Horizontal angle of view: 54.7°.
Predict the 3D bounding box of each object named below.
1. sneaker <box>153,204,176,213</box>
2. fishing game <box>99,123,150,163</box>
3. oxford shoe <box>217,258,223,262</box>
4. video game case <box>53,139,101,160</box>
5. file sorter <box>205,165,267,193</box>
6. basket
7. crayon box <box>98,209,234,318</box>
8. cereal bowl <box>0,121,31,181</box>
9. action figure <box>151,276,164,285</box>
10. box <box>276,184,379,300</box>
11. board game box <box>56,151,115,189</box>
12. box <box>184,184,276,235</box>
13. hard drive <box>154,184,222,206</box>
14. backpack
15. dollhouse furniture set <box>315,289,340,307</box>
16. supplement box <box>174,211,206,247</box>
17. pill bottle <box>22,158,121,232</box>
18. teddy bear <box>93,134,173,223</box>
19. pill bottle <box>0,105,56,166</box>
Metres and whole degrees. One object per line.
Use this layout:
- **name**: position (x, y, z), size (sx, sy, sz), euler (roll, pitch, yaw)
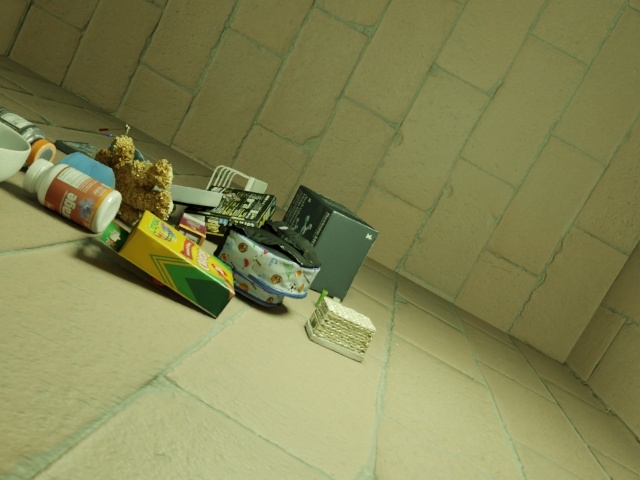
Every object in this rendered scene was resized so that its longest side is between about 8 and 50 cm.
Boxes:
- **sneaker**: position (-0.610, -0.175, 2.082), size (0.282, 0.102, 0.161), euler (24, 12, -27)
- **fishing game**: position (-0.571, -0.219, 1.862), size (0.189, 0.264, 0.041), euler (3, 26, 35)
- **oxford shoe**: position (-0.273, 0.067, 1.876), size (0.076, 0.076, 0.212), euler (-1, -1, 23)
- **video game case**: position (-0.828, -0.301, 2.349), size (0.274, 0.035, 0.248), euler (29, 8, 1)
- **file sorter**: position (-0.371, -0.207, 2.706), size (0.173, 0.193, 0.277), euler (26, 3, 7)
- **basket**: position (0.057, 0.241, 1.699), size (0.167, 0.103, 0.113), euler (27, 9, -15)
- **crayon box**: position (-0.355, 0.038, 1.469), size (0.318, 0.081, 0.202), euler (36, 6, -17)
- **cereal bowl**: position (-0.847, -0.220, 1.387), size (0.338, 0.141, 0.339), euler (27, 8, -4)
- **action figure**: position (-0.389, 0.080, 1.469), size (0.038, 0.030, 0.115), euler (29, 8, -37)
- **box**: position (0.000, 0.000, 2.350), size (0.212, 0.294, 0.395), euler (24, 9, -26)
- **board game box**: position (-0.660, -0.164, 1.733), size (0.168, 0.133, 0.033), euler (27, -4, -11)
- **box**: position (-0.312, -0.104, 2.197), size (0.257, 0.079, 0.322), euler (8, 21, 4)
- **hard drive**: position (-0.450, -0.145, 1.988), size (0.254, 0.054, 0.172), euler (9, -3, -14)
- **backpack**: position (-0.143, 0.069, 1.734), size (0.263, 0.213, 0.276), euler (23, 11, 22)
- **dollhouse furniture set**: position (0.062, 0.221, 2.007), size (0.151, 0.059, 0.076), euler (28, 8, 0)
- **supplement box**: position (-0.380, -0.004, 1.750), size (0.080, 0.104, 0.188), euler (26, 8, -15)
- **pill bottle**: position (-0.628, -0.117, 1.562), size (0.216, 0.121, 0.121), euler (28, 8, -2)
- **teddy bear**: position (-0.554, -0.168, 1.776), size (0.338, 0.245, 0.113), euler (31, 34, 18)
- **pill bottle**: position (-0.885, -0.295, 1.772), size (0.245, 0.130, 0.130), euler (30, 8, 8)
